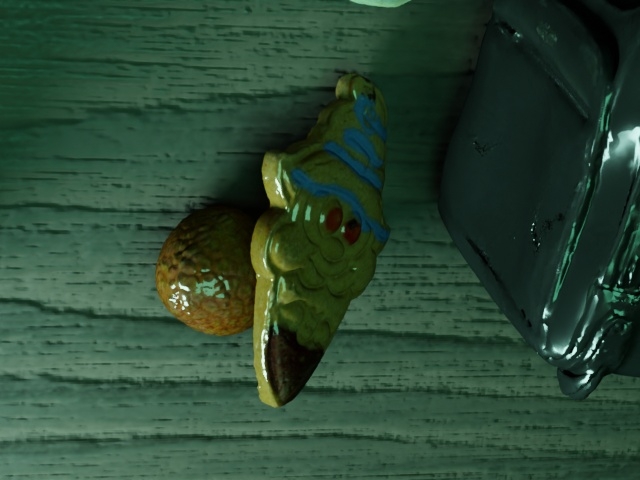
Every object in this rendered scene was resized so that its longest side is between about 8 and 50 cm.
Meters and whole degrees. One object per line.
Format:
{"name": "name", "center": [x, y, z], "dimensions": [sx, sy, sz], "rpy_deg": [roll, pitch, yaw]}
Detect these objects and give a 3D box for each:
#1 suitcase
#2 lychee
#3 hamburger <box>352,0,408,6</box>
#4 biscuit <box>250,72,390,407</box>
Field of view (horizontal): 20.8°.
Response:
{"name": "suitcase", "center": [0.234, -0.083, 1.330], "dimensions": [0.188, 0.345, 0.339], "rpy_deg": [8, 111, -15]}
{"name": "lychee", "center": [-0.080, 0.030, 1.433], "dimensions": [0.101, 0.140, 0.114], "rpy_deg": [-27, 83, 10]}
{"name": "hamburger", "center": [0.047, -0.252, 1.364], "dimensions": [0.133, 0.062, 0.140], "rpy_deg": [-33, 120, -4]}
{"name": "biscuit", "center": [0.000, 0.000, 1.416], "dimensions": [0.183, 0.043, 0.280], "rpy_deg": [22, 80, -53]}
